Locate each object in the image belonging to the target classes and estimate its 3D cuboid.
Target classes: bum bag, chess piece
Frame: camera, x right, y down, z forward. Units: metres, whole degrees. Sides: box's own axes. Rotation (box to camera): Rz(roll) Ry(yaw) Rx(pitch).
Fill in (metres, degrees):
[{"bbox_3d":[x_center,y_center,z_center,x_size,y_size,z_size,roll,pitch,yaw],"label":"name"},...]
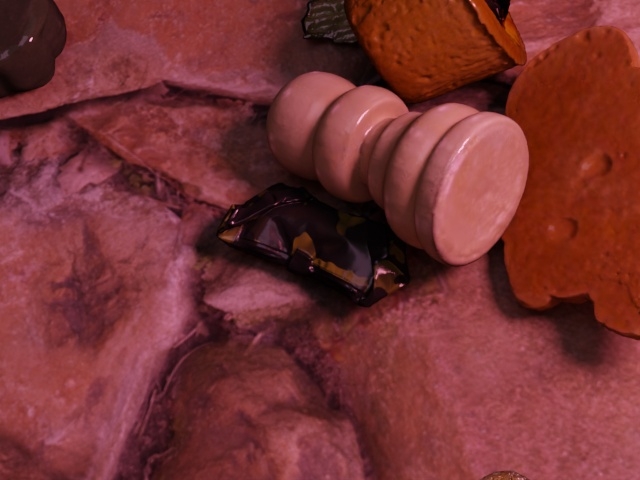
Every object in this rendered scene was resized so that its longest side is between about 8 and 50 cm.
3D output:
[{"bbox_3d":[0.000,0.000,1.538,0.232,0.060,0.107,23,63,22],"label":"bum bag"},{"bbox_3d":[0.063,-0.101,1.514,0.299,0.167,0.167,26,70,36],"label":"chess piece"}]

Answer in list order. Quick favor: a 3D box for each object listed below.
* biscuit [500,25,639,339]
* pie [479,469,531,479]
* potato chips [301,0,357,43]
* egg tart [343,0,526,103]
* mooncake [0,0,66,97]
[{"bbox_3d":[0.307,-0.062,1.460,0.269,0.051,0.376,-27,55,30],"label":"biscuit"},{"bbox_3d":[0.186,0.270,1.377,0.084,0.021,0.084,-7,58,12],"label":"pie"},{"bbox_3d":[0.078,-0.284,1.691,0.207,0.028,0.092,-5,63,11],"label":"potato chips"},{"bbox_3d":[0.131,-0.263,1.569,0.170,0.215,0.215,-30,59,17],"label":"egg tart"},{"bbox_3d":[-0.406,-0.262,1.744,0.168,0.104,0.175,27,73,20],"label":"mooncake"}]
